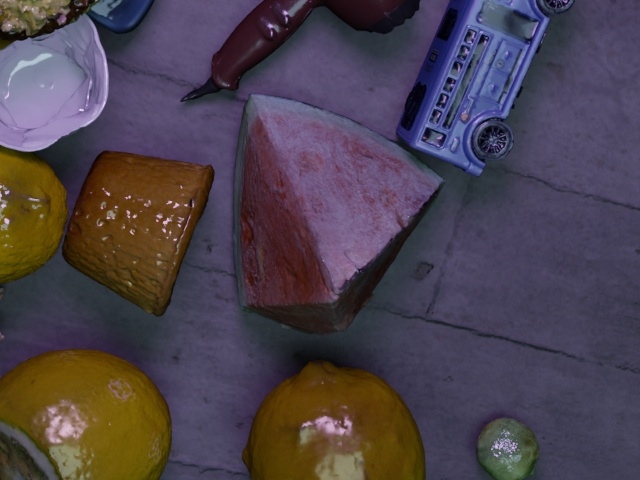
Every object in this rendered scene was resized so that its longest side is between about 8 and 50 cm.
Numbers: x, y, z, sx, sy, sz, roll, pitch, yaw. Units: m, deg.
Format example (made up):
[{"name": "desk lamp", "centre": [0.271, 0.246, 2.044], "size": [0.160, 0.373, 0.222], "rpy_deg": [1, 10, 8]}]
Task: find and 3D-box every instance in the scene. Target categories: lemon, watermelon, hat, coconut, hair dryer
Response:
[{"name": "lemon", "centre": [-0.299, 0.244, 1.579], "size": [0.219, 0.240, 0.241], "rpy_deg": [-34, 113, -42]}, {"name": "watermelon", "centre": [-0.028, -0.019, 1.559], "size": [0.250, 0.292, 0.283], "rpy_deg": [28, 100, 14]}, {"name": "hat", "centre": [-0.338, -0.188, 1.495], "size": [0.203, 0.126, 0.203], "rpy_deg": [0, 84, 0]}, {"name": "coconut", "centre": [0.265, 0.297, 1.769], "size": [0.096, 0.088, 0.088], "rpy_deg": [38, 95, -12]}, {"name": "hair dryer", "centre": [-0.078, -0.316, 1.555], "size": [0.340, 0.123, 0.312], "rpy_deg": [-40, 97, 12]}, {"name": "lemon", "centre": [-0.391, -0.031, 1.498], "size": [0.180, 0.193, 0.181], "rpy_deg": [-33, 132, -45]}, {"name": "lemon", "centre": [0.022, 0.289, 1.646], "size": [0.233, 0.233, 0.288], "rpy_deg": [-17, 105, -6]}]

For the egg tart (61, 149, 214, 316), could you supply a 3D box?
[{"name": "egg tart", "centre": [-0.225, -0.022, 1.543], "size": [0.147, 0.202, 0.203], "rpy_deg": [21, 99, -6]}]

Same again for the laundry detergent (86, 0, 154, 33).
[{"name": "laundry detergent", "centre": [-0.217, -0.398, 1.492], "size": [0.143, 0.094, 0.290], "rpy_deg": [29, 97, -3]}]

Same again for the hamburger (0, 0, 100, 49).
[{"name": "hamburger", "centre": [-0.336, -0.343, 1.386], "size": [0.243, 0.139, 0.262], "rpy_deg": [-28, 79, 0]}]

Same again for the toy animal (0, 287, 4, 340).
[{"name": "toy animal", "centre": [-0.456, 0.124, 1.597], "size": [0.083, 0.089, 0.150], "rpy_deg": [11, 99, -34]}]

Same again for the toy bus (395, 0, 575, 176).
[{"name": "toy bus", "centre": [0.206, -0.239, 1.598], "size": [0.133, 0.125, 0.292], "rpy_deg": [20, 101, -14]}]
